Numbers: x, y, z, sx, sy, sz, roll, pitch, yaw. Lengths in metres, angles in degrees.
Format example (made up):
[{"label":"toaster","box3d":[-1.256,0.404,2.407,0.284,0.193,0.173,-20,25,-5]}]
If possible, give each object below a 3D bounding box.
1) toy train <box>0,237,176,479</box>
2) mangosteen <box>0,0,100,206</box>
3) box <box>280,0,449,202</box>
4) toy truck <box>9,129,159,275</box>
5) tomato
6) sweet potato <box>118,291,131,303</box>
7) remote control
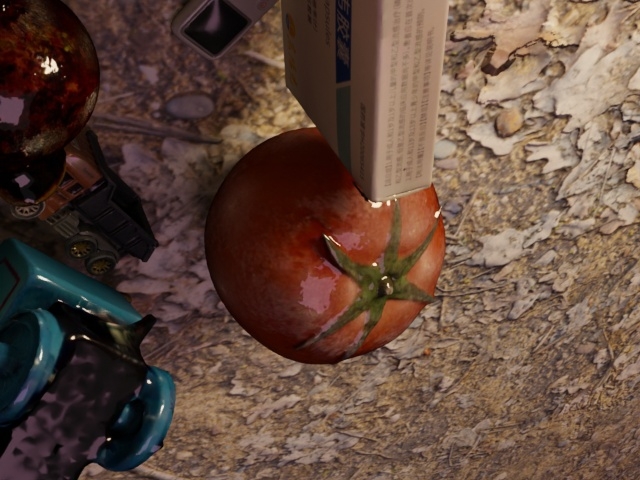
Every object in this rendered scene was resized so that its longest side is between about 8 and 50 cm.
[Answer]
[{"label":"toy train","box3d":[-0.292,0.164,0.859,0.188,0.265,0.300,34,89,-37]},{"label":"mangosteen","box3d":[-0.261,-0.122,0.737,0.172,0.172,0.184,-20,122,-11]},{"label":"box","box3d":[0.029,-0.219,0.742,0.065,0.200,0.343,-19,139,-17]},{"label":"toy truck","box3d":[-0.241,-0.043,0.910,0.092,0.083,0.192,-32,144,5]},{"label":"tomato","box3d":[0.000,0.000,0.984,0.264,0.265,0.265,-17,141,-15]},{"label":"sweet potato","box3d":[-0.299,0.147,1.109,0.067,0.067,0.274,8,134,-38]},{"label":"remote control","box3d":[-0.032,-0.268,0.827,0.261,0.029,0.067,-41,140,16]}]
